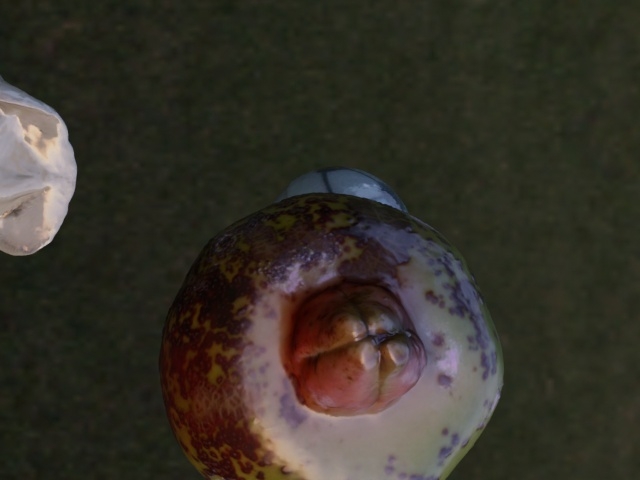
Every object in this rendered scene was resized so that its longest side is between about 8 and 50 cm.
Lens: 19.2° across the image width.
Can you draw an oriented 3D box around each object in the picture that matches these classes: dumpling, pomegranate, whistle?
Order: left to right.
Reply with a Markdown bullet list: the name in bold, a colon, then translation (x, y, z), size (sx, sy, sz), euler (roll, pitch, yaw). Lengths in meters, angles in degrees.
- **dumpling**: translation (-0.303, -0.087, 1.475), size (0.250, 0.162, 0.132), euler (31, 38, -5)
- **whistle**: translation (0.000, 0.000, 1.812), size (0.290, 0.164, 0.163), euler (15, 79, -60)
- **pomegranate**: translation (0.009, 0.071, 1.141), size (0.248, 0.214, 0.214), euler (146, -51, -81)
